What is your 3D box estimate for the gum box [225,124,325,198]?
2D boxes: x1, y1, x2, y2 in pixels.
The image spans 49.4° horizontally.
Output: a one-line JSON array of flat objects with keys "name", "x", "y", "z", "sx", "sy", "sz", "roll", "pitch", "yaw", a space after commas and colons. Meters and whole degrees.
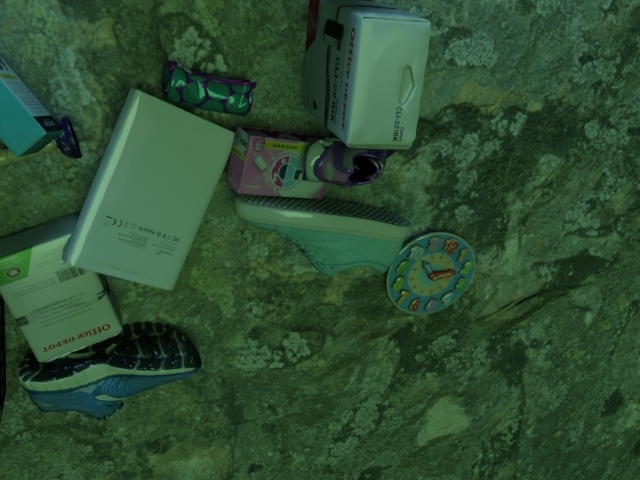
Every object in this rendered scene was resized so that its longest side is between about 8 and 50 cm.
[{"name": "gum box", "x": -0.067, "y": -0.139, "z": 1.265, "sx": 0.188, "sy": 0.062, "sz": 0.107, "roll": 2, "pitch": 114, "yaw": -34}]

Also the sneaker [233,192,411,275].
[{"name": "sneaker", "x": 0.000, "y": 0.000, "z": 1.333, "sx": 0.366, "sy": 0.135, "sz": 0.150, "roll": 11, "pitch": 108, "yaw": -22}]

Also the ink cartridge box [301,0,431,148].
[{"name": "ink cartridge box", "x": 0.063, "y": -0.282, "z": 1.136, "sx": 0.114, "sy": 0.273, "sz": 0.197, "roll": -2, "pitch": 115, "yaw": -18}]

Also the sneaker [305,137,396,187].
[{"name": "sneaker", "x": 0.084, "y": -0.151, "z": 1.265, "sx": 0.236, "sy": 0.104, "sz": 0.095, "roll": -28, "pitch": 132, "yaw": -39}]

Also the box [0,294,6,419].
[{"name": "box", "x": -0.641, "y": 0.201, "z": 1.206, "sx": 0.165, "sy": 0.143, "sz": 0.270, "roll": 1, "pitch": 115, "yaw": -19}]

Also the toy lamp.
[{"name": "toy lamp", "x": -0.533, "y": -0.129, "z": 1.125, "sx": 0.275, "sy": 0.080, "sz": 0.080, "roll": -17, "pitch": 119, "yaw": -13}]

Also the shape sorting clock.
[{"name": "shape sorting clock", "x": 0.240, "y": 0.074, "z": 1.503, "sx": 0.206, "sy": 0.040, "sz": 0.206, "roll": -7, "pitch": 116, "yaw": -15}]

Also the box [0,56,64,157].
[{"name": "box", "x": -0.497, "y": -0.239, "z": 1.029, "sx": 0.060, "sy": 0.100, "sz": 0.244, "roll": -38, "pitch": 102, "yaw": 3}]

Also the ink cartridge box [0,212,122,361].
[{"name": "ink cartridge box", "x": -0.468, "y": 0.085, "z": 1.238, "sx": 0.160, "sy": 0.092, "sz": 0.219, "roll": -20, "pitch": 119, "yaw": -10}]

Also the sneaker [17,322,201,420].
[{"name": "sneaker", "x": -0.397, "y": 0.259, "z": 1.346, "sx": 0.330, "sy": 0.130, "sz": 0.147, "roll": -6, "pitch": 131, "yaw": -13}]

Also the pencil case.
[{"name": "pencil case", "x": -0.191, "y": -0.258, "z": 1.183, "sx": 0.152, "sy": 0.064, "sz": 0.070, "roll": 9, "pitch": 136, "yaw": -23}]

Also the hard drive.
[{"name": "hard drive", "x": -0.288, "y": -0.079, "z": 1.195, "sx": 0.203, "sy": 0.040, "sz": 0.307, "roll": 20, "pitch": 95, "yaw": -39}]
